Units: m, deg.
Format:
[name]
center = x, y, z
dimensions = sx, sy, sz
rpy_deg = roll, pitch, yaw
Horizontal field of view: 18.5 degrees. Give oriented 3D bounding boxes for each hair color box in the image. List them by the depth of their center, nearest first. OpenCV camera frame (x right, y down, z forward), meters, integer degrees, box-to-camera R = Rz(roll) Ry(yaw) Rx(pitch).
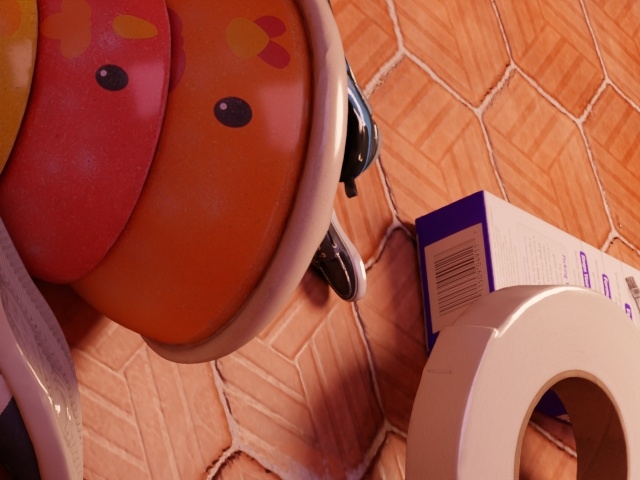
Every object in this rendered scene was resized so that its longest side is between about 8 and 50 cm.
[hair color box]
center = 0.253, 0.089, 2.222
dimensions = 0.339, 0.110, 0.185
rpy_deg = 23, 53, -42

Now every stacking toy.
[stacking toy]
center = -0.250, -0.104, 1.557
dimensions = 0.480, 0.350, 0.350
rpy_deg = 12, 58, -30

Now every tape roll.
[tape roll]
center = 0.233, 0.235, 2.028
dimensions = 0.392, 0.072, 0.392
rpy_deg = 2, 88, -48

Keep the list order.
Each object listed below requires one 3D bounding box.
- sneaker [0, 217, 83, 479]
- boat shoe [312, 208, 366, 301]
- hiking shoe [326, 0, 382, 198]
[sneaker]
center = -0.289, 0.079, 1.502
dimensions = 0.131, 0.148, 0.350
rpy_deg = -99, 171, -55
[boat shoe]
center = 0.000, 0.000, 1.995
dimensions = 0.040, 0.049, 0.142
rpy_deg = -17, 79, -44
[hiking shoe]
center = -0.026, -0.194, 1.984
dimensions = 0.304, 0.113, 0.132
rpy_deg = 57, 7, -10
